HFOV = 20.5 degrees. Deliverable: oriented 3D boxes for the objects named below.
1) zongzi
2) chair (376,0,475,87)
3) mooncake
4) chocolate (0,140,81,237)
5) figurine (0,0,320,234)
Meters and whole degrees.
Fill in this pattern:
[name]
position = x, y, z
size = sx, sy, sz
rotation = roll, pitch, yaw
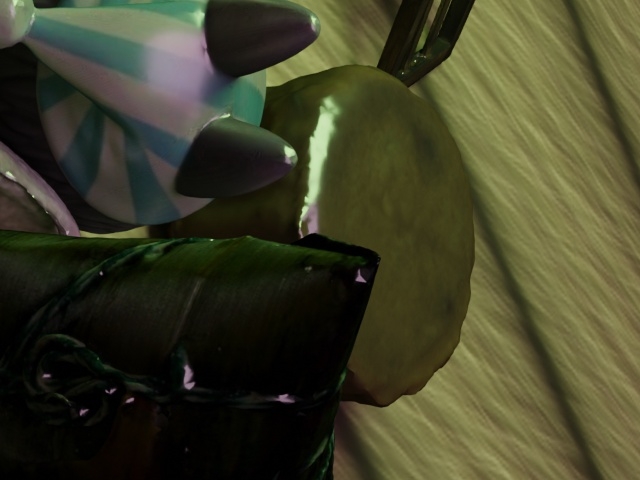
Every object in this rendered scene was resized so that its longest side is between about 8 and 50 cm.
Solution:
[zongzi]
position = -0.080, 0.144, 1.215
size = 0.362, 0.319, 0.383
rotation = -31, 127, -61
[chair]
position = 0.084, -0.390, 1.873
size = 0.240, 0.416, 0.203
rotation = 36, 39, 12
[mooncake]
position = 0.001, -0.001, 1.679
size = 0.324, 0.187, 0.324
rotation = 9, 79, -54
[chocolate]
position = -0.312, -0.044, 1.284
size = 0.303, 0.185, 0.100
rotation = 46, 22, -35
[figurine]
position = -0.155, -0.179, 1.339
size = 0.361, 0.377, 0.266
rotation = 52, 47, -37
